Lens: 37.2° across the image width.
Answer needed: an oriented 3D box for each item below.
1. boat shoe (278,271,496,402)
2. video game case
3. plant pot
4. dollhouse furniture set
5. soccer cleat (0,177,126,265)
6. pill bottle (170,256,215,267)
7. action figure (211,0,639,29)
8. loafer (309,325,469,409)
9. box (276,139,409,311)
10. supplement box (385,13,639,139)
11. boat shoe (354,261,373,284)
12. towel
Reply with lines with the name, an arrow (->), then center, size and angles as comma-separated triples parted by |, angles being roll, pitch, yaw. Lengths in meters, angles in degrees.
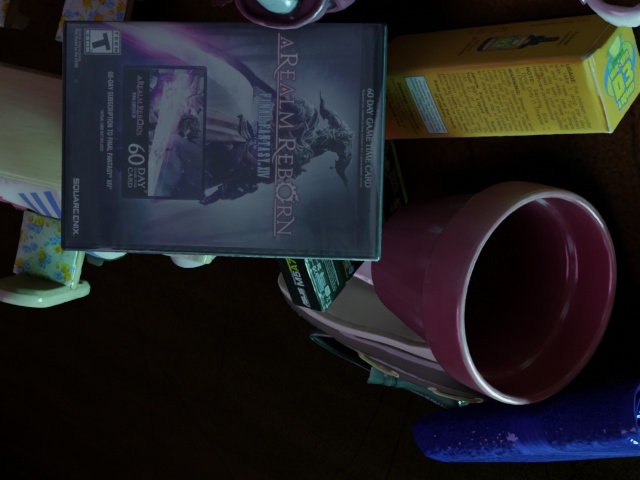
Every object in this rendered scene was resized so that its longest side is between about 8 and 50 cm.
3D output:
boat shoe -> 0.083, 0.108, 1.133 | 0.305, 0.109, 0.091 | 20, 136, 25
video game case -> -0.083, -0.085, 0.801 | 0.274, 0.026, 0.196 | 2, 93, 7
plant pot -> 0.152, 0.035, 0.919 | 0.180, 0.201, 0.201 | 20, 144, 56
dollhouse furniture set -> -0.256, -0.108, 0.961 | 0.394, 0.362, 0.256 | 13, -176, 6
soccer cleat -> -0.405, -0.097, 1.429 | 0.331, 0.116, 0.143 | 30, 130, 15
pill bottle -> -0.186, -0.056, 1.230 | 0.103, 0.103, 0.184 | 18, 140, 33
action figure -> 0.048, -0.261, 0.721 | 0.275, 0.248, 0.370 | 26, 155, -28
loafer -> 0.087, 0.157, 1.211 | 0.223, 0.078, 0.076 | 32, 146, 16
box -> 0.013, -0.058, 0.945 | 0.045, 0.184, 0.191 | 11, 137, 32
supplement box -> 0.148, -0.136, 0.811 | 0.233, 0.078, 0.080 | 3, 131, 46
boat shoe -> 0.000, 0.000, 1.105 | 0.277, 0.096, 0.098 | 30, 145, 18
towel -> 0.269, 0.181, 0.968 | 0.227, 0.076, 0.308 | 10, 161, -33
